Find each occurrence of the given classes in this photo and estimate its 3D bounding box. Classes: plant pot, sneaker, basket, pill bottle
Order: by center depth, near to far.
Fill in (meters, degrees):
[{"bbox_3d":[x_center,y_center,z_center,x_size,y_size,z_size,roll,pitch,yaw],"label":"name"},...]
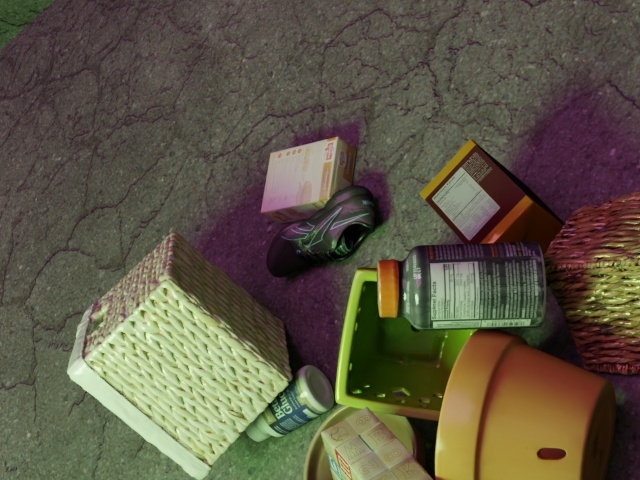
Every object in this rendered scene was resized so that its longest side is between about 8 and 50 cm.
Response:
[{"bbox_3d":[0.317,0.287,1.683,0.203,0.291,0.291,7,72,27],"label":"plant pot"},{"bbox_3d":[0.207,0.069,1.689,0.245,0.130,0.130,-1,62,3],"label":"pill bottle"},{"bbox_3d":[0.527,0.059,1.722,0.299,0.223,0.213,-7,31,43],"label":"basket"},{"bbox_3d":[0.153,0.159,1.869,0.228,0.207,0.227,10,96,3],"label":"plant pot"},{"bbox_3d":[0.094,0.396,1.924,0.237,0.109,0.237,-19,57,32],"label":"plant pot"},{"bbox_3d":[-0.260,0.201,2.122,0.266,0.331,0.328,-47,15,9],"label":"basket"},{"bbox_3d":[-0.065,0.312,2.123,0.169,0.094,0.094,-34,49,24],"label":"pill bottle"},{"bbox_3d":[0.000,0.000,2.228,0.267,0.101,0.106,-38,50,21],"label":"sneaker"}]

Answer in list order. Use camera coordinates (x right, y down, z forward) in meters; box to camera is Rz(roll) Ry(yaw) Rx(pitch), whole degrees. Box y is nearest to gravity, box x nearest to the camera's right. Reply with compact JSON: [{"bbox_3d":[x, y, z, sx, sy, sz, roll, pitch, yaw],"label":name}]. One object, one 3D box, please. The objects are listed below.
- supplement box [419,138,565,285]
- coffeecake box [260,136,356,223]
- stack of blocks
[{"bbox_3d":[0.308,-0.037,1.906,0.129,0.191,0.194,-47,46,12],"label":"supplement box"},{"bbox_3d":[-0.025,-0.123,2.338,0.185,0.068,0.142,-10,62,38],"label":"coffeecake box"},{"bbox_3d":[0.124,0.407,1.672,0.087,0.171,0.297,-27,39,-17],"label":"stack of blocks"}]
